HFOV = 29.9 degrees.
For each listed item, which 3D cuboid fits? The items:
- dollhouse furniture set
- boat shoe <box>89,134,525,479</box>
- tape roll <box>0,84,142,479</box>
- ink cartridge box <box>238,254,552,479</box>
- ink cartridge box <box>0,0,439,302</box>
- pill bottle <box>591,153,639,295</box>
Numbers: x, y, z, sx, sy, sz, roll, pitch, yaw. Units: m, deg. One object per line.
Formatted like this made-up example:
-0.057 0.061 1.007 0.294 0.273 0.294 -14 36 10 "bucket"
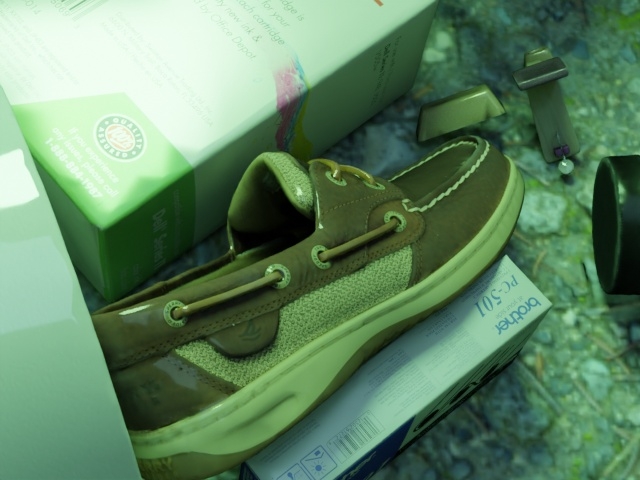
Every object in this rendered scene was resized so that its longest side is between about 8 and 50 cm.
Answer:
0.131 -0.080 0.879 0.114 0.091 0.081 -18 108 8 "dollhouse furniture set"
0.000 0.000 0.711 0.342 0.123 0.123 -36 105 -37 "boat shoe"
-0.173 0.061 0.616 0.100 0.286 0.286 -19 68 -15 "tape roll"
0.043 0.100 0.728 0.207 0.097 0.046 -35 72 -21 "ink cartridge box"
-0.066 -0.147 0.823 0.353 0.119 0.207 -36 72 -21 "ink cartridge box"
0.298 -0.012 0.796 0.219 0.123 0.123 -2 64 2 "pill bottle"
